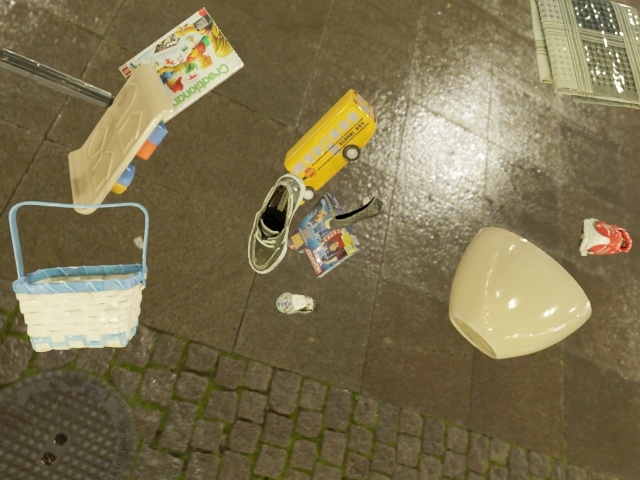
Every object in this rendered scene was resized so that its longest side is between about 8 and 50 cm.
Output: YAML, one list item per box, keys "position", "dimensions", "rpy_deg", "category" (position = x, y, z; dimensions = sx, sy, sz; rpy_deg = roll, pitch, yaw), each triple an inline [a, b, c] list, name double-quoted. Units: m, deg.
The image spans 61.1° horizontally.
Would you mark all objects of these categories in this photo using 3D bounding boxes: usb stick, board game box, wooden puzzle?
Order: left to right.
- position: [-0.638, -0.386, 1.303]
  dimensions: [0.278, 0.077, 0.045]
  rpy_deg: [16, 84, -47]
  category: "usb stick"
- position: [-0.506, -0.260, 1.396]
  dimensions: [0.081, 0.348, 0.322]
  rpy_deg: [34, 15, -42]
  category: "wooden puzzle"
- position: [-0.405, -0.509, 1.596]
  dimensions: [0.305, 0.053, 0.193]
  rpy_deg: [-36, 103, -1]
  category: "board game box"
- position: [0.000, 0.000, 1.522]
  dimensions: [0.060, 0.194, 0.194]
  rpy_deg: [14, 45, -56]
  category: "board game box"

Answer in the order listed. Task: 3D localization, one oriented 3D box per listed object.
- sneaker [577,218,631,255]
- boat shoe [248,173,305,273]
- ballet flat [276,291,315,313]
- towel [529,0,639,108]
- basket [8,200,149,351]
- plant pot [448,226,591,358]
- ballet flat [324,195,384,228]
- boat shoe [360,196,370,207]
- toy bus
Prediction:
- position: [0.757, 0.003, 1.438]
  dimensions: [0.279, 0.119, 0.107]
  rpy_deg: [-6, 107, -59]
  category: "sneaker"
- position: [-0.097, -0.025, 1.039]
  dimensions: [0.078, 0.219, 0.070]
  rpy_deg: [25, 26, 8]
  category: "boat shoe"
- position: [-0.039, 0.112, 0.979]
  dimensions: [0.114, 0.041, 0.041]
  rpy_deg: [23, 49, -66]
  category: "ballet flat"
- position: [0.657, -0.458, 1.305]
  dimensions: [0.313, 0.056, 0.323]
  rpy_deg: [5, 67, -15]
  category: "towel"
- position: [-0.479, 0.066, 1.086]
  dimensions: [0.255, 0.201, 0.288]
  rpy_deg: [1, 101, -9]
  category: "basket"
- position: [0.386, 0.137, 1.151]
  dimensions: [0.191, 0.284, 0.284]
  rpy_deg: [-44, 92, -9]
  category: "plant pot"
- position: [0.082, -0.070, 1.375]
  dimensions: [0.049, 0.173, 0.057]
  rpy_deg: [59, 30, -22]
  category: "ballet flat"
- position: [0.135, -0.089, 1.578]
  dimensions: [0.040, 0.142, 0.049]
  rpy_deg: [-25, 76, 10]
  category: "boat shoe"
- position: [0.013, -0.248, 1.501]
  dimensions: [0.130, 0.333, 0.108]
  rpy_deg: [38, 29, -22]
  category: "toy bus"
